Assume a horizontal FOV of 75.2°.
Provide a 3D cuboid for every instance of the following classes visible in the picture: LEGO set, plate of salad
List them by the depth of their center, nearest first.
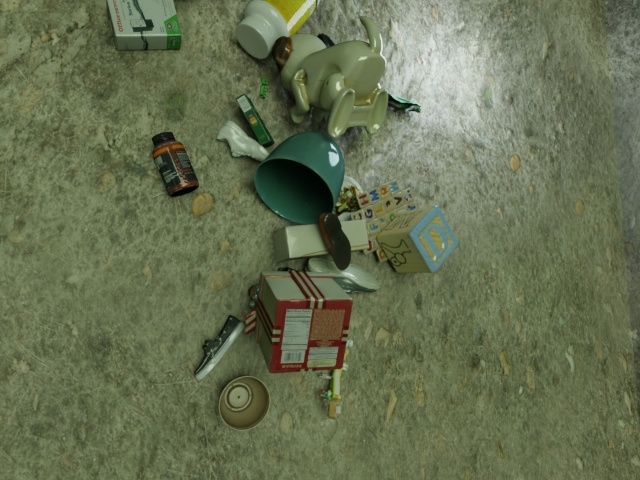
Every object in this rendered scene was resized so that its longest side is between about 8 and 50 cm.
[{"bbox_3d":[0.029,0.469,1.467,0.107,0.132,0.287,15,83,-12],"label":"LEGO set"},{"bbox_3d":[0.093,-0.161,1.622,0.200,0.048,0.199,3,82,-23],"label":"plate of salad"}]

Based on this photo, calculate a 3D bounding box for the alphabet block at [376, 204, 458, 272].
[{"bbox_3d":[0.374,0.000,1.611,0.193,0.197,0.192,-40,107,-28],"label":"alphabet block"}]

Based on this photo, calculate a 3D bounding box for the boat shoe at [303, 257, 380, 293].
[{"bbox_3d":[0.076,0.150,1.561,0.320,0.116,0.099,16,119,-27],"label":"boat shoe"}]

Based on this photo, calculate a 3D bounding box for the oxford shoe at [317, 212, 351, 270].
[{"bbox_3d":[0.046,0.001,1.399,0.076,0.076,0.212,-28,111,-26],"label":"oxford shoe"}]

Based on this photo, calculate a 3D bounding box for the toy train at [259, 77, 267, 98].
[{"bbox_3d":[-0.214,-0.574,1.567,0.024,0.017,0.083,7,79,-12],"label":"toy train"}]

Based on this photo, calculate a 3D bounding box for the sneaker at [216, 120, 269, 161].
[{"bbox_3d":[-0.271,-0.325,1.483,0.212,0.080,0.094,38,82,-8],"label":"sneaker"}]

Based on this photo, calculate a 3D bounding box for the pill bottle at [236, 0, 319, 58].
[{"bbox_3d":[-0.159,-0.838,1.535,0.188,0.188,0.334,38,69,-14],"label":"pill bottle"}]

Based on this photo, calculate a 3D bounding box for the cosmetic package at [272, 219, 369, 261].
[{"bbox_3d":[0.000,0.000,1.498,0.310,0.160,0.113,-7,86,-23],"label":"cosmetic package"}]

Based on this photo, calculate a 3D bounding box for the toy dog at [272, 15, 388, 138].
[{"bbox_3d":[0.005,-0.581,1.447,0.285,0.395,0.408,-27,49,-36],"label":"toy dog"}]

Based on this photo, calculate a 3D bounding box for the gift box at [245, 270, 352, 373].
[{"bbox_3d":[-0.075,0.242,1.235,0.255,0.258,0.276,8,104,-20],"label":"gift box"}]

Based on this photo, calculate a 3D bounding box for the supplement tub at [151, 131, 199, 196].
[{"bbox_3d":[-0.478,-0.250,1.355,0.106,0.106,0.197,-22,92,-25],"label":"supplement tub"}]

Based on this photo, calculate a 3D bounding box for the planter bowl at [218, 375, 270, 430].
[{"bbox_3d":[-0.255,0.512,1.338,0.162,0.109,0.162,4,81,-24],"label":"planter bowl"}]

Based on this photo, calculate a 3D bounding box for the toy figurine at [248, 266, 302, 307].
[{"bbox_3d":[-0.133,0.207,1.424,0.210,0.148,0.213,-27,96,-19],"label":"toy figurine"}]

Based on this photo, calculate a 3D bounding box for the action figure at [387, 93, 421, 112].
[{"bbox_3d":[0.345,-0.575,1.768,0.232,0.137,0.063,-2,107,-32],"label":"action figure"}]

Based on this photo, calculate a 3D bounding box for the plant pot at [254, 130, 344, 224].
[{"bbox_3d":[-0.047,-0.239,1.453,0.293,0.293,0.235,38,52,-14],"label":"plant pot"}]

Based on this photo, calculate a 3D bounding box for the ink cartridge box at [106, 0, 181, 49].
[{"bbox_3d":[-0.588,-0.728,1.388,0.208,0.087,0.153,-14,87,-24],"label":"ink cartridge box"}]

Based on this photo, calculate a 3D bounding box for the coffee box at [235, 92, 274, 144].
[{"bbox_3d":[-0.231,-0.424,1.484,0.040,0.113,0.184,-29,96,5],"label":"coffee box"}]

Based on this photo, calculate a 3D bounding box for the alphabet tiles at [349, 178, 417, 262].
[{"bbox_3d":[0.274,-0.083,1.678,0.343,0.011,0.285,-25,99,-31],"label":"alphabet tiles"}]

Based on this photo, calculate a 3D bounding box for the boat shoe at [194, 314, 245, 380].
[{"bbox_3d":[-0.340,0.340,1.346,0.076,0.080,0.228,41,68,-7],"label":"boat shoe"}]

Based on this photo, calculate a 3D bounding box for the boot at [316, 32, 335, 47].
[{"bbox_3d":[0.112,-0.732,1.686,0.207,0.094,0.246,-28,100,-21],"label":"boot"}]
